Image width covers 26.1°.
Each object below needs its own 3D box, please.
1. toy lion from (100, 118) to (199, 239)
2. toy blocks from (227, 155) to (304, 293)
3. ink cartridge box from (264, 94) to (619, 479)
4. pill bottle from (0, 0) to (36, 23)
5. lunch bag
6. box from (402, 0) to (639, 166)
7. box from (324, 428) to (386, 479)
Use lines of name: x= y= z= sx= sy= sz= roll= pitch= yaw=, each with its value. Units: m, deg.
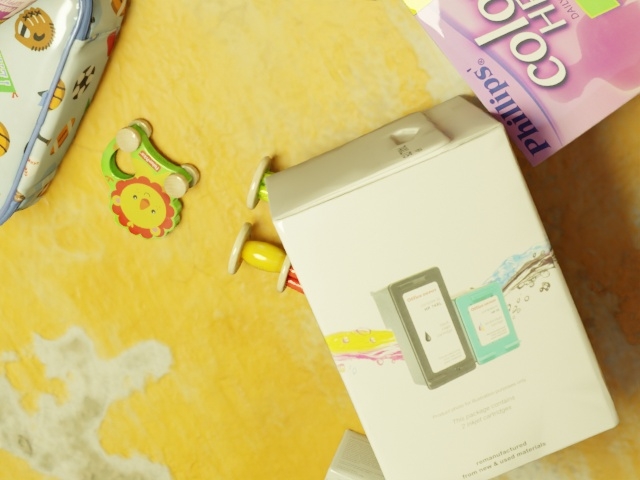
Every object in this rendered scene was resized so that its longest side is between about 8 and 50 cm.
toy lion: x=-0.171 y=-0.052 z=1.322 sx=0.100 sy=0.034 sz=0.096 roll=44 pitch=121 yaw=-4
toy blocks: x=0.000 y=0.000 z=1.283 sx=0.148 sy=0.054 sz=0.123 roll=19 pitch=111 yaw=5
ink cartridge box: x=0.095 y=0.044 z=1.172 sx=0.197 sy=0.198 sz=0.270 roll=-23 pitch=103 yaw=1
pill bottle: x=-0.363 y=-0.209 z=1.121 sx=0.302 sy=0.169 sz=0.169 roll=-27 pitch=101 yaw=23
lunch bag: x=-0.333 y=-0.169 z=1.274 sx=0.243 sy=0.115 sz=0.303 roll=31 pitch=113 yaw=4
box: x=0.207 y=-0.222 z=1.115 sx=0.243 sy=0.117 sz=0.213 roll=-36 pitch=98 yaw=23
box: x=0.048 y=0.259 z=1.347 sx=0.102 sy=0.087 sz=0.101 roll=22 pitch=113 yaw=6
